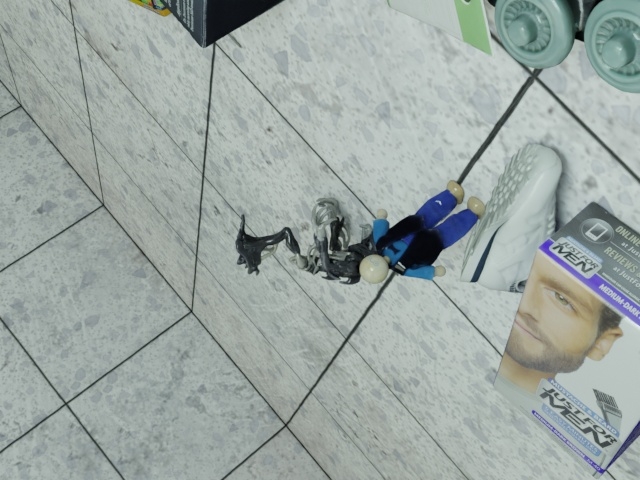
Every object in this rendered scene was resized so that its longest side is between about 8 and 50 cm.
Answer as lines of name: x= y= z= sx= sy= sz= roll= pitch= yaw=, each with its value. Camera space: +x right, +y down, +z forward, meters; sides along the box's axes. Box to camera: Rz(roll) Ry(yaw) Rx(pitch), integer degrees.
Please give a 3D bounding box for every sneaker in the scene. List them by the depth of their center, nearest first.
sneaker: x=0.243 y=-0.021 z=0.966 sx=0.095 sy=0.090 sz=0.235 roll=20 pitch=144 yaw=3

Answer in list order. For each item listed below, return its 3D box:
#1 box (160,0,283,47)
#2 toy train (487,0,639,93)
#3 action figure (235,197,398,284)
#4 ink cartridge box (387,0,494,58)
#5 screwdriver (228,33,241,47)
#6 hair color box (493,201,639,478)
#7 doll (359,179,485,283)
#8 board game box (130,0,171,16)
box: x=-0.163 y=-0.470 z=0.952 sx=0.312 sy=0.179 sz=0.343 roll=47 pitch=157 yaw=12
toy train: x=0.252 y=-0.211 z=0.583 sx=0.334 sy=0.142 sz=0.190 roll=32 pitch=144 yaw=45
action figure: x=0.000 y=0.000 z=1.350 sx=0.164 sy=0.276 sz=0.140 roll=-110 pitch=25 yaw=-85
ink cartridge box: x=0.110 y=-0.286 z=0.770 sx=0.235 sy=0.056 sz=0.171 roll=49 pitch=164 yaw=56
screwdriver: x=-0.190 y=-0.377 z=1.350 sx=0.170 sy=0.024 sz=0.025 roll=50 pitch=128 yaw=1
hair color box: x=0.329 y=0.133 z=0.976 sx=0.185 sy=0.110 sz=0.338 roll=42 pitch=154 yaw=28
doll: x=0.123 y=-0.005 z=1.062 sx=0.129 sy=0.189 sz=0.046 roll=42 pitch=155 yaw=25
board game box: x=-0.320 y=-0.480 z=1.416 sx=0.170 sy=0.048 sz=0.141 roll=32 pitch=151 yaw=41
